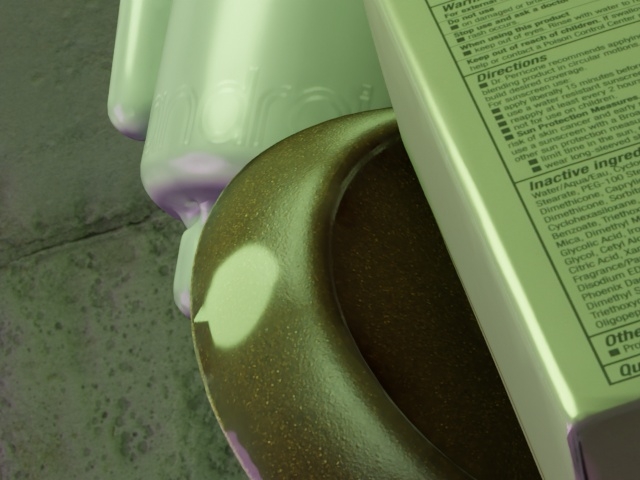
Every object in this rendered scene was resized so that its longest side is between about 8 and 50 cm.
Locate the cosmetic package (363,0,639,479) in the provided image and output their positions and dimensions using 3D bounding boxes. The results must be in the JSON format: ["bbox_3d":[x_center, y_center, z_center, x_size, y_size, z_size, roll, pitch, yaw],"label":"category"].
[{"bbox_3d":[0.125,-0.018,0.685,0.309,0.160,0.113,-106,0,-54],"label":"cosmetic package"}]

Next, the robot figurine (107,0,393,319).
[{"bbox_3d":[0.018,-0.114,1.049,0.200,0.300,0.353,35,-118,-64],"label":"robot figurine"}]

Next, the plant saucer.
[{"bbox_3d":[0.097,0.047,0.825,0.050,0.310,0.311,-57,38,41],"label":"plant saucer"}]
